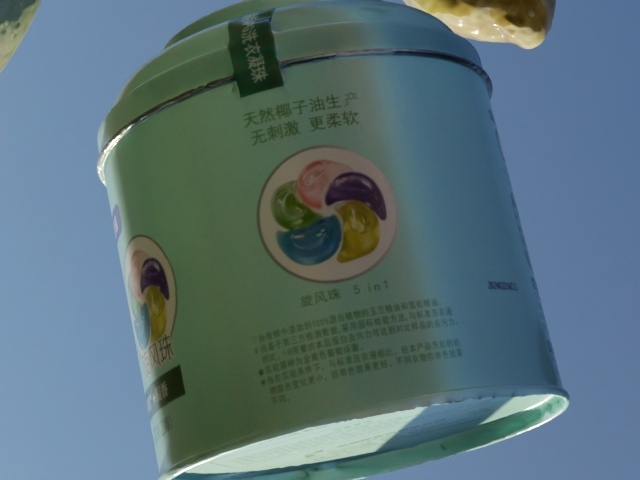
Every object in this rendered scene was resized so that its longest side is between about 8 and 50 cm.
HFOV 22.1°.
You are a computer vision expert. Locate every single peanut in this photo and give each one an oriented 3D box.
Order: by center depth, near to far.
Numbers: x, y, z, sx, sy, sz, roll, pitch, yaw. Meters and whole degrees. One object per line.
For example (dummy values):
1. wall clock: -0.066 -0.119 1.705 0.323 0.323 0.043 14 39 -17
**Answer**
1. peanut: 0.113 -0.271 1.497 0.253 0.122 0.137 49 -27 -2

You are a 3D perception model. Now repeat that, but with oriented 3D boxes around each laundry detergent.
1. laundry detergent: 0.000 0.000 1.141 0.287 0.287 0.305 -28 -111 42

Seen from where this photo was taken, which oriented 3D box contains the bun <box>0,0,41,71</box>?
1. bun: -0.247 -0.146 0.819 0.283 0.179 0.283 -7 -112 17
